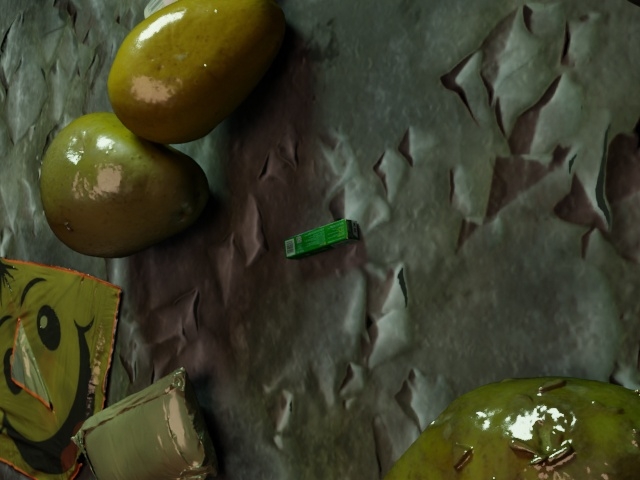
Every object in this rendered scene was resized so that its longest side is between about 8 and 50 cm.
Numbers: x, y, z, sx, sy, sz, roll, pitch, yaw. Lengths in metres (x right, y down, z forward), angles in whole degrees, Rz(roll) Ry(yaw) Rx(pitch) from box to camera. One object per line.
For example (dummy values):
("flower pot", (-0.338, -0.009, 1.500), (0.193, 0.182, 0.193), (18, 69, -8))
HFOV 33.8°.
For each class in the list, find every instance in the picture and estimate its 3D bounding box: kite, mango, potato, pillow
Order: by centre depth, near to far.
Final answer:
("potato", (0.137, 0.196, 0.767), (0.298, 0.141, 0.176), (-31, 57, 38))
("mango", (-0.120, -0.176, 1.049), (0.195, 0.098, 0.137), (-27, 69, 5))
("potato", (-0.207, -0.054, 1.119), (0.194, 0.157, 0.157), (7, 92, 28))
("pillow", (-0.187, 0.220, 1.130), (0.208, 0.053, 0.119), (-29, 72, 38))
("kite", (-0.354, 0.149, 1.324), (0.377, 0.013, 0.328), (-49, 56, 31))

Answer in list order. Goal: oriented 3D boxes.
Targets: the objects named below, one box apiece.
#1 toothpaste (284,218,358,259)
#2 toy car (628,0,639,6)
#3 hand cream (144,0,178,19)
("toothpaste", (0.000, 0.000, 0.993), (0.083, 0.017, 0.020), (-18, 72, 41))
("toy car", (0.322, -0.145, 0.545), (0.226, 0.242, 0.336), (-55, 53, 23))
("hand cream", (-0.094, -0.291, 1.081), (0.276, 0.059, 0.095), (-40, 63, 28))
